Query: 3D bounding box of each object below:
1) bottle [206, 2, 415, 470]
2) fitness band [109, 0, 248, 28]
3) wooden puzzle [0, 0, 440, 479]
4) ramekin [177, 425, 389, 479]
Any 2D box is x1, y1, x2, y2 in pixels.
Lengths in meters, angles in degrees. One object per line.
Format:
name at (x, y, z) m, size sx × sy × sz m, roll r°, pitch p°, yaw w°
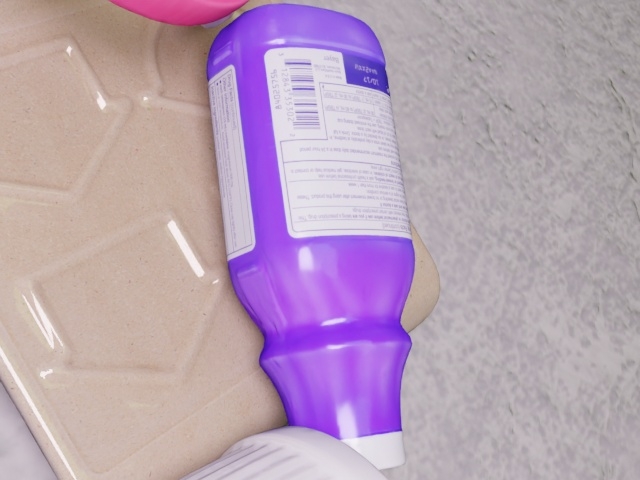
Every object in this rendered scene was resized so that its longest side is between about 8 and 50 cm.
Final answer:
bottle at (0.000, 0.000, 0.570) m, size 0.118 × 0.092 × 0.283 m, roll 1°, pitch 76°, yaw -38°
fitness band at (-0.110, -0.248, 0.545) m, size 0.209 × 0.054 × 0.291 m, roll 38°, pitch 40°, yaw -38°
wooden puzzle at (-0.104, -0.031, 0.614) m, size 0.322 × 0.080 × 0.348 m, roll -31°, pitch 95°, yaw -38°
ramekin at (-0.032, 0.211, 0.476) m, size 0.109 × 0.207 × 0.207 m, roll -11°, pitch 78°, yaw -40°
